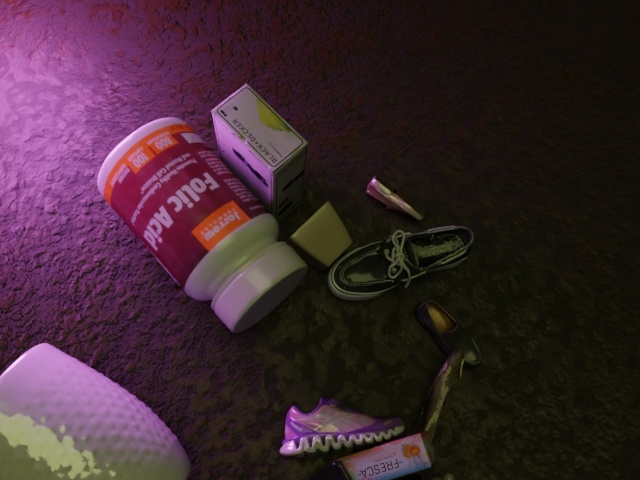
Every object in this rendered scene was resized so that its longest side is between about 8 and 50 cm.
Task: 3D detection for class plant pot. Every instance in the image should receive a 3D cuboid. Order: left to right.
[{"bbox_3d":[0.000,0.000,1.380,0.096,0.109,0.109,46,74,-2],"label":"plant pot"}]

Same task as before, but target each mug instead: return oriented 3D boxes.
[{"bbox_3d":[-0.422,0.412,1.151,0.328,0.276,0.374,30,103,-1],"label":"mug"}]

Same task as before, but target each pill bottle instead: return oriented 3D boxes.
[{"bbox_3d":[-0.222,-0.027,1.307,0.224,0.224,0.392,-40,78,-15],"label":"pill bottle"}]

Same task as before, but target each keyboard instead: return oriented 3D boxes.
[{"bbox_3d":[-0.010,0.485,1.222,0.180,0.023,0.108,-36,69,11],"label":"keyboard"}]

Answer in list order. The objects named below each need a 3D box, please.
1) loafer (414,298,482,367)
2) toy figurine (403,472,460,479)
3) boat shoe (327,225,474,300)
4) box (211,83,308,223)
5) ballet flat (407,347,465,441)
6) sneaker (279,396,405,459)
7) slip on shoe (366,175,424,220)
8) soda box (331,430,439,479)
[{"bbox_3d":[0.256,0.184,1.350,0.170,0.061,0.062,43,73,10],"label":"loafer"},{"bbox_3d":[0.204,0.506,1.152,0.148,0.213,0.209,12,84,-9],"label":"toy figurine"},{"bbox_3d":[0.164,0.039,1.370,0.307,0.105,0.113,-11,72,-7],"label":"boat shoe"},{"bbox_3d":[-0.114,-0.153,1.322,0.087,0.290,0.169,-42,78,-15],"label":"box"},{"bbox_3d":[0.222,0.321,1.290,0.058,0.084,0.249,24,76,19],"label":"ballet flat"},{"bbox_3d":[0.037,0.341,1.274,0.237,0.095,0.104,-6,64,-4],"label":"sneaker"},{"bbox_3d":[0.157,-0.081,1.447,0.135,0.051,0.041,36,113,0],"label":"slip on shoe"},{"bbox_3d":[0.116,0.401,1.232,0.183,0.058,0.062,-23,72,19],"label":"soda box"}]
